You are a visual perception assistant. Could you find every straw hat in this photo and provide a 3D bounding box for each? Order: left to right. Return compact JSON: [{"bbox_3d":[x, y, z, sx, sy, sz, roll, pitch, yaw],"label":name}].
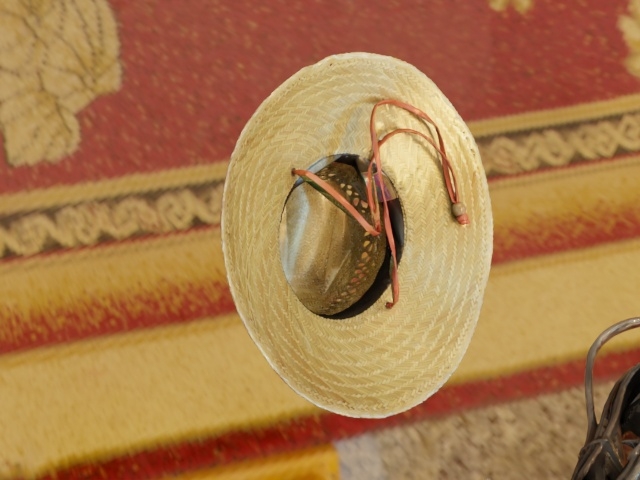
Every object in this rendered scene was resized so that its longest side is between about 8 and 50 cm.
[{"bbox_3d":[0.000,0.000,0.629,0.144,0.061,0.144,7,80,-41],"label":"straw hat"}]

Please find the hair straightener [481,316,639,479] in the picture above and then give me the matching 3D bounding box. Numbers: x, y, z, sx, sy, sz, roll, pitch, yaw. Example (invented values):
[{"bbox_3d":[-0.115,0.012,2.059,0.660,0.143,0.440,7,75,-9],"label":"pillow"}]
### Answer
[{"bbox_3d":[0.089,0.081,0.450,0.089,0.047,0.230,29,52,6],"label":"hair straightener"}]
